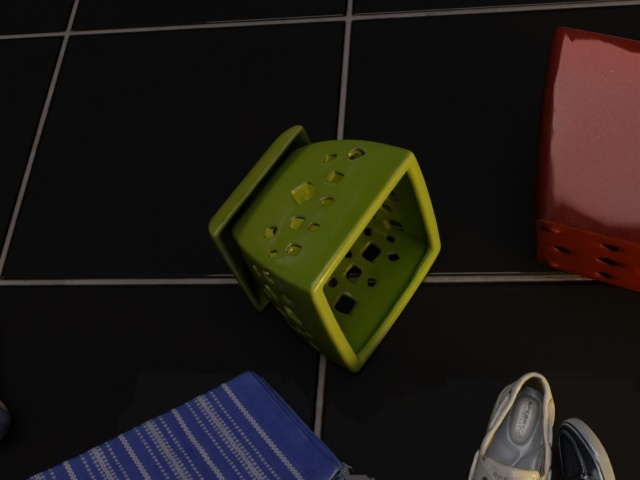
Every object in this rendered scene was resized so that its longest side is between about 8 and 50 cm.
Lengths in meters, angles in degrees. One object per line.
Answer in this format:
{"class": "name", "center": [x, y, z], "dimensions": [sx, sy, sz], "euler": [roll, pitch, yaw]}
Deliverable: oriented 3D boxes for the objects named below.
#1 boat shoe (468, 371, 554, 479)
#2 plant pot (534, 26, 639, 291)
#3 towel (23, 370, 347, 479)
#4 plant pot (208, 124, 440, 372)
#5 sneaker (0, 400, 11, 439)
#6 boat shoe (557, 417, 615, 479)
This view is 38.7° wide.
{"class": "boat shoe", "center": [0.212, 0.279, 1.043], "dimensions": [0.098, 0.096, 0.277], "euler": [10, 62, 12]}
{"class": "plant pot", "center": [0.391, -0.078, 1.149], "dimensions": [0.268, 0.267, 0.235], "euler": [17, 76, 19]}
{"class": "towel", "center": [-0.165, 0.282, 1.058], "dimensions": [0.336, 0.040, 0.243], "euler": [-23, 38, -23]}
{"class": "plant pot", "center": [0.000, 0.000, 1.183], "dimensions": [0.207, 0.227, 0.228], "euler": [24, 66, 29]}
{"class": "sneaker", "center": [-0.497, 0.146, 1.239], "dimensions": [0.296, 0.112, 0.131], "euler": [38, 71, 26]}
{"class": "boat shoe", "center": [0.287, 0.293, 1.022], "dimensions": [0.083, 0.065, 0.183], "euler": [-9, 65, -14]}
